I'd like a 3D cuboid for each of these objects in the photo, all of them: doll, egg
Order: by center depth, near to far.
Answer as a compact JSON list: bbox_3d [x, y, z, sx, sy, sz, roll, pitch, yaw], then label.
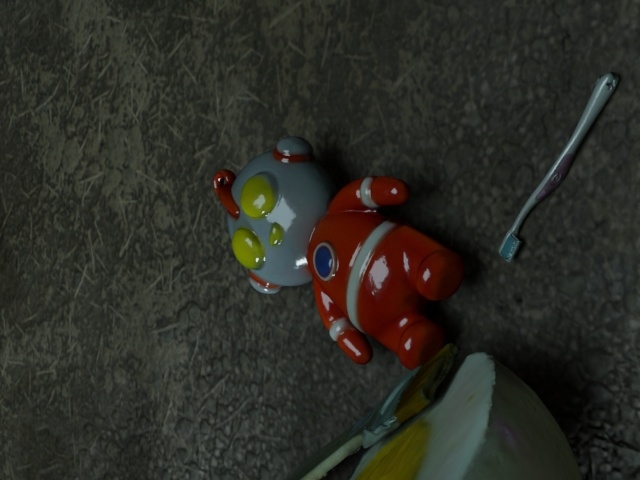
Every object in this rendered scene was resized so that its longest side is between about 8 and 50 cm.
[{"bbox_3d":[0.123,0.267,1.219,0.201,0.337,0.337,34,125,-7],"label":"egg"},{"bbox_3d":[0.000,0.000,1.416,0.336,0.105,0.200,33,122,39],"label":"doll"}]

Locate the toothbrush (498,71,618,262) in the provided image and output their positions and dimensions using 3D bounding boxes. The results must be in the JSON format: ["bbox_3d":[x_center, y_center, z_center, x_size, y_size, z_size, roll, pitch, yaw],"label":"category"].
[{"bbox_3d":[0.209,-0.065,1.264,0.022,0.017,0.204,54,128,42],"label":"toothbrush"}]

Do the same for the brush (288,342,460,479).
[{"bbox_3d":[0.036,0.188,1.377,0.020,0.085,0.336,38,142,-3],"label":"brush"}]
